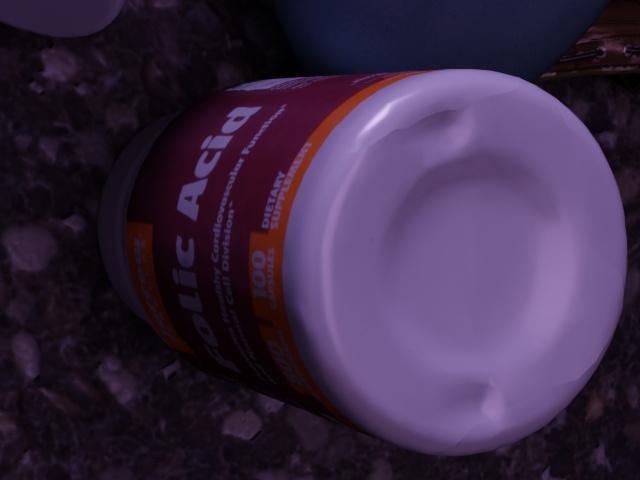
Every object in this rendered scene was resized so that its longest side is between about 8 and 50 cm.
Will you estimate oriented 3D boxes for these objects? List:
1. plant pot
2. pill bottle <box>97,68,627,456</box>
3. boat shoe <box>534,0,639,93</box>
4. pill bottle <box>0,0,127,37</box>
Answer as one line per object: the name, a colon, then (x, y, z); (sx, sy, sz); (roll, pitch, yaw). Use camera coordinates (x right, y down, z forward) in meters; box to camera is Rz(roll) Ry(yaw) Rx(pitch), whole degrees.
plant pot: (0.075, -0.199, 1.100); (0.290, 0.290, 0.195); (-4, 132, -27)
pill bottle: (0.000, 0.000, 0.984); (0.224, 0.392, 0.224); (-2, 95, -27)
boat shoe: (0.284, -0.178, 1.286); (0.307, 0.110, 0.104); (2, 97, -18)
pill bottle: (-0.127, -0.320, 0.947); (0.204, 0.204, 0.361); (39, 60, -25)
